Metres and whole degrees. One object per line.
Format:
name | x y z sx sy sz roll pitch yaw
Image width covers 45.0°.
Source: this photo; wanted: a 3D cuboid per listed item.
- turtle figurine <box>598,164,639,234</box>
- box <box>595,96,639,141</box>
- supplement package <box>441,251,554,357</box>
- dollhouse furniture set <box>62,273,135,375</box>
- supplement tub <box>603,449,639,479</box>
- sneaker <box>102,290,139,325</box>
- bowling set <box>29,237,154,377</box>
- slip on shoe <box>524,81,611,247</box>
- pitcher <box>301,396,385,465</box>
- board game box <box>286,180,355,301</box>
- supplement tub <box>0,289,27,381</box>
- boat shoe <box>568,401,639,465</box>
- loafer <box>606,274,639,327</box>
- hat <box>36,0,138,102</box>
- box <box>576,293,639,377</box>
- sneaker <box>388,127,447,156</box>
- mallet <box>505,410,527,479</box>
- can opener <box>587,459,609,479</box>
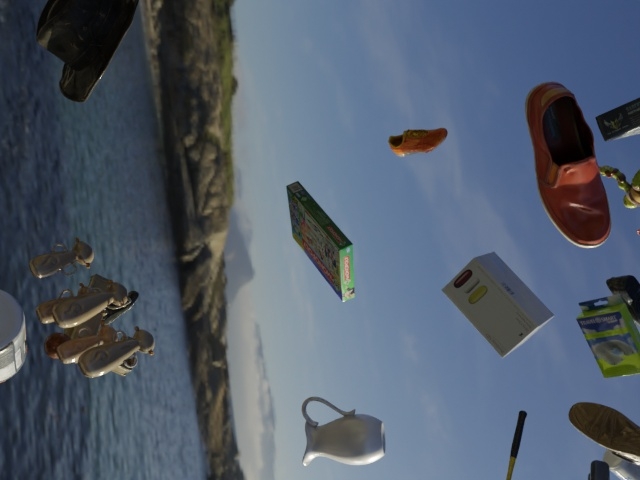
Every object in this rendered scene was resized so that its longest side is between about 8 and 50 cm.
turtle figurine | 0.808 -0.106 1.923 0.269 0.087 0.217 54 -1 7
box | 0.673 -0.264 1.477 0.233 0.183 0.059 -25 -96 44
supplement package | 0.517 0.182 2.249 0.262 0.145 0.204 49 24 17
dollhouse furniture set | -0.497 0.201 1.781 0.101 0.161 0.181 -25 -136 44
supplement tub | 0.819 0.607 2.078 0.107 0.071 0.071 39 7 -18
sneaker | -0.580 0.173 2.093 0.089 0.170 0.051 45 17 -25
bowling set | -0.478 0.152 1.565 0.200 0.154 0.287 -37 -102 52
slip on shoe | 0.468 -0.135 1.446 0.101 0.123 0.331 -99 170 -76
pitcher | 0.056 0.482 1.967 0.125 0.207 0.177 -34 119 -78
board game box | 0.000 0.000 2.233 0.317 0.046 0.213 50 -25 41
supplement tub | -0.538 0.162 1.251 0.190 0.117 0.116 124 -40 -57
boat shoe | 0.730 0.479 1.843 0.102 0.285 0.092 -57 152 -28
loafer | 0.729 0.145 1.810 0.061 0.062 0.170 4 -47 57
hat | -0.540 -0.478 1.708 0.331 0.134 0.331 -20 -119 42
box | 0.646 0.213 1.707 0.109 0.042 0.178 -21 -80 45
sneaker | 0.259 -0.271 2.081 0.067 0.175 0.064 45 46 -37
mallet | 0.323 0.370 1.299 0.062 0.039 0.189 76 30 -59
can opener | 0.630 0.623 1.823 0.283 0.095 0.075 -51 146 -61
